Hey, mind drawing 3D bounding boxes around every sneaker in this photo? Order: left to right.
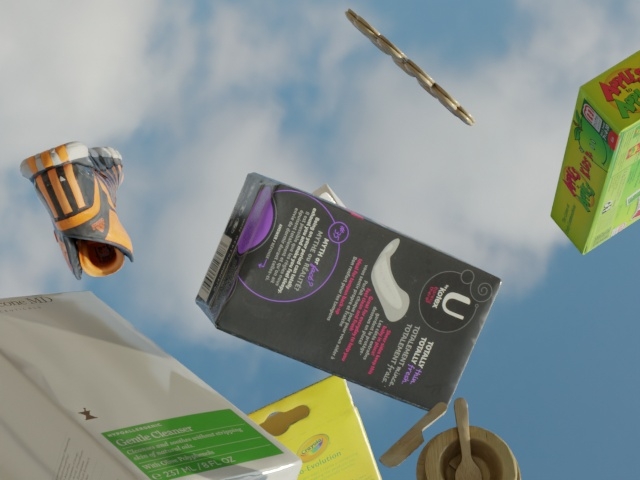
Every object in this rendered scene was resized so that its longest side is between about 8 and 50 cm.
[{"bbox_3d":[-0.331,-0.034,1.766,0.125,0.180,0.321,-21,-179,5],"label":"sneaker"}]

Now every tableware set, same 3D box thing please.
[{"bbox_3d":[0.083,0.215,0.986,0.128,0.039,0.194,40,-118,20],"label":"tableware set"}]

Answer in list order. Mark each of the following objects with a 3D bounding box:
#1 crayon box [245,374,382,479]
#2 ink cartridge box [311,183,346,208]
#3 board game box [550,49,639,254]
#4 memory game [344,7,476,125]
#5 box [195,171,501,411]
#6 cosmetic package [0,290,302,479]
[{"bbox_3d":[-0.023,0.321,1.549,0.202,0.318,0.081,-23,-157,-13],"label":"crayon box"},{"bbox_3d":[0.000,0.000,1.790,0.115,0.198,0.067,-34,-136,5],"label":"ink cartridge box"},{"bbox_3d":[0.218,-0.066,0.873,0.092,0.181,0.043,-32,-114,-11],"label":"board game box"},{"bbox_3d":[0.096,-0.185,1.341,0.012,0.186,0.186,-49,-141,7],"label":"memory game"},{"bbox_3d":[0.026,0.054,1.333,0.165,0.270,0.143,-66,-164,2],"label":"box"},{"bbox_3d":[-0.222,0.202,1.258,0.365,0.155,0.197,33,-156,35],"label":"cosmetic package"}]
